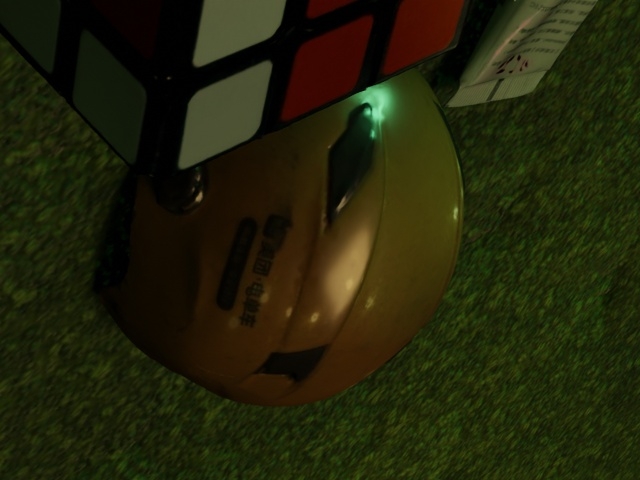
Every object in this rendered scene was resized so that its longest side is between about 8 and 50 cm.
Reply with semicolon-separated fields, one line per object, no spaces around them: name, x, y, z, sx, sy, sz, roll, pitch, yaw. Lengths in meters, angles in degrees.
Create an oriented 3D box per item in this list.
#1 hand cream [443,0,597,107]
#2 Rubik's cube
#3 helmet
hand cream;0.169;-0.201;1.032;0.085;0.058;0.331;-17;143;-46
Rubik's cube;-0.039;-0.145;0.696;0.160;0.162;0.163;-27;150;-33
helmet;0.000;0.000;1.002;0.198;0.130;0.224;-8;135;-56
